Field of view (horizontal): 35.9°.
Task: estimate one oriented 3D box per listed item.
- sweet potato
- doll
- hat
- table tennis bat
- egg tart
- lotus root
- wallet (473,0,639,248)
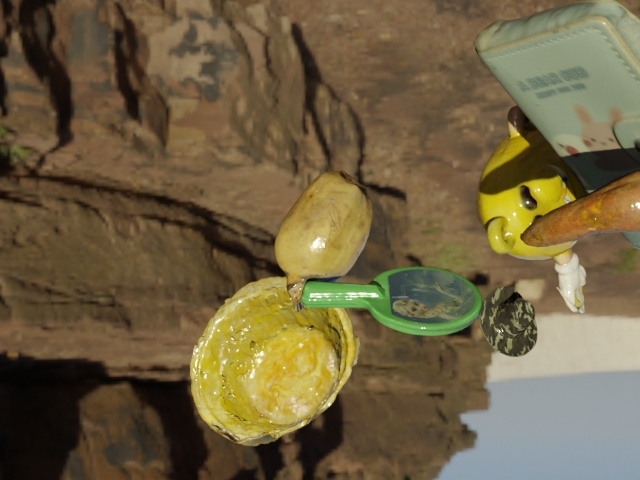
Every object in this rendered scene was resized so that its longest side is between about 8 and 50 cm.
[{"bbox_3d":[0.309,-0.038,0.939,0.255,0.058,0.078,-16,171,18],"label":"sweet potato"},{"bbox_3d":[0.376,-0.080,1.631,0.161,0.423,0.348,-13,138,32],"label":"doll"},{"bbox_3d":[0.309,0.124,1.564,0.121,0.121,0.050,2,155,-26],"label":"hat"},{"bbox_3d":[0.101,0.080,1.402,0.257,0.039,0.160,1,-150,4],"label":"table tennis bat"},{"bbox_3d":[-0.073,0.231,1.814,0.341,0.341,0.132,3,-168,-28],"label":"egg tart"},{"bbox_3d":[0.000,0.000,1.462,0.125,0.221,0.118,27,175,0],"label":"lotus root"},{"bbox_3d":[0.358,-0.132,1.152,0.360,0.083,0.252,45,159,-20],"label":"wallet"}]
